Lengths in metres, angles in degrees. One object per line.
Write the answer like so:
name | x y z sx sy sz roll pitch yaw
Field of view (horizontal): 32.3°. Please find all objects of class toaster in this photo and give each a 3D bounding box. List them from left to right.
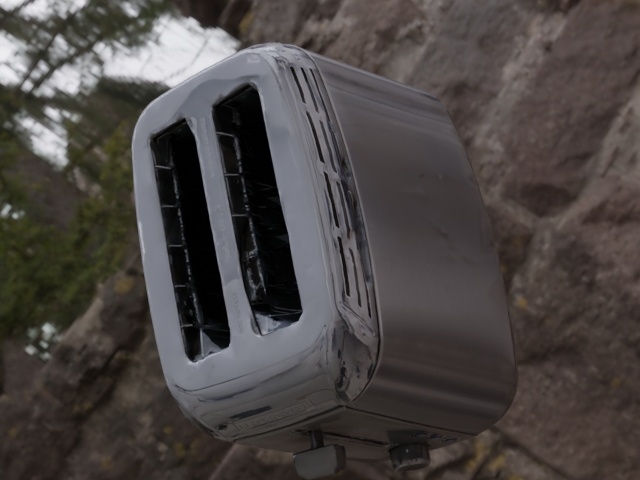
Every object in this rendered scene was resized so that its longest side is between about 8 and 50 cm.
toaster | 0.000 0.000 0.536 0.129 0.227 0.146 -21 -20 32
